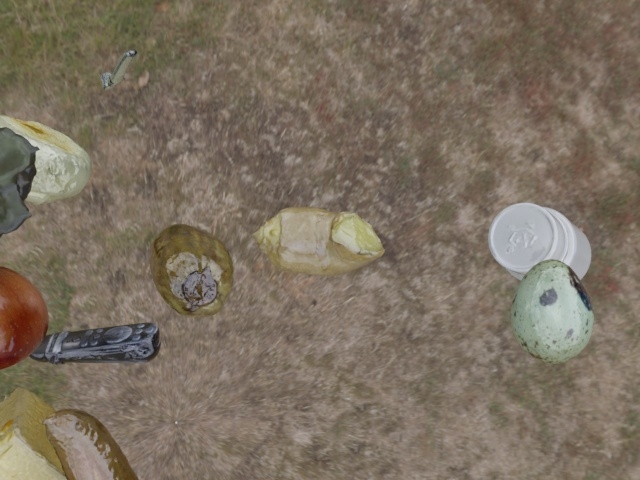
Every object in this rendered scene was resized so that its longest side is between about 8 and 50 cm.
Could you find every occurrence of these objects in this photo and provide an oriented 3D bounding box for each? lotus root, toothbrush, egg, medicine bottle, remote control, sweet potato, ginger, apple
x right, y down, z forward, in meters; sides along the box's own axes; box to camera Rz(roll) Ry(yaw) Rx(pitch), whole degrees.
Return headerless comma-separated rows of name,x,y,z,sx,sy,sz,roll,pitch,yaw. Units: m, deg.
lotus root,-0.222,0.042,1.366,0.145,0.260,0.128,38,94,-24
toothbrush,-0.319,-0.266,1.265,0.026,0.294,0.028,-26,103,-19
egg,0.244,0.075,0.843,0.085,0.085,0.110,3,93,-9
medicine bottle,0.381,0.012,1.394,0.139,0.237,0.139,-5,81,29
remote control,-0.445,0.215,1.587,0.265,0.090,0.066,-6,110,4
sweet potato,-0.237,0.361,0.999,0.092,0.114,0.341,-33,80,-33
ginger,0.000,0.000,1.599,0.267,0.152,0.138,-1,65,19
apple,-0.523,0.115,1.219,0.201,0.201,0.162,-18,105,-14

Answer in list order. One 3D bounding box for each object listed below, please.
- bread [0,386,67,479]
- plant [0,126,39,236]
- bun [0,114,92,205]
bread,-0.421,0.377,1.285,0.114,0.185,0.275,-41,113,-3
plant,-0.477,-0.071,0.992,0.215,0.312,0.213,34,74,-27
bun,-0.600,-0.159,1.682,0.243,0.244,0.153,25,105,-4
